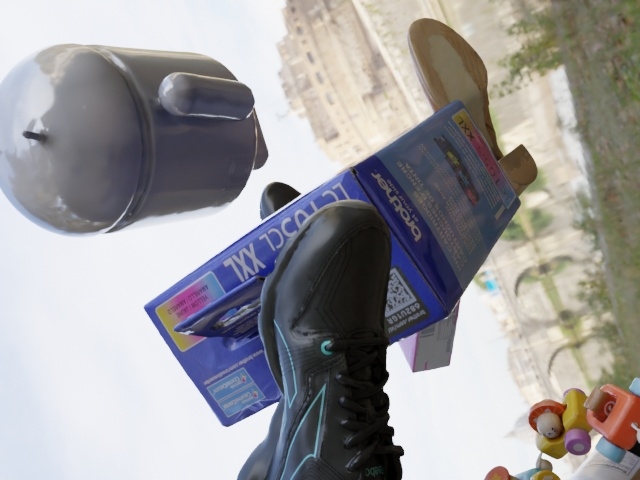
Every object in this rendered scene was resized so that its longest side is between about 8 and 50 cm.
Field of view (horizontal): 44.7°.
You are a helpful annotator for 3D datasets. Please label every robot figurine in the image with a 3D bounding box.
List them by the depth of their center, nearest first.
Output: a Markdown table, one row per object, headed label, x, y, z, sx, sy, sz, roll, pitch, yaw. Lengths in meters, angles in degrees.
| label | x | y | z | sx | sy | sz | roll | pitch | yaw |
| --- | --- | --- | --- | --- | --- | --- | --- | --- | --- |
| robot figurine | -0.211 | -0.113 | 0.865 | 0.353 | 0.300 | 0.200 | -14 | -98 | -53 |

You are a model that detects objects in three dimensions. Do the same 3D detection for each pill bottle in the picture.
| label | x | y | z | sx | sy | sz | roll | pitch | yaw |
| --- | --- | --- | --- | --- | --- | --- | --- | --- | --- |
| pill bottle | 0.405 | 0.368 | 1.077 | 0.229 | 0.131 | 0.131 | -21 | -92 | -47 |

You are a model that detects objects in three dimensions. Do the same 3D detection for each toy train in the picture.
| label | x | y | z | sx | sy | sz | roll | pitch | yaw |
| --- | --- | --- | --- | --- | --- | --- | --- | --- | --- |
| toy train | 0.168 | 0.158 | 0.557 | 0.046 | 0.166 | 0.125 | 30 | -174 | -3 |

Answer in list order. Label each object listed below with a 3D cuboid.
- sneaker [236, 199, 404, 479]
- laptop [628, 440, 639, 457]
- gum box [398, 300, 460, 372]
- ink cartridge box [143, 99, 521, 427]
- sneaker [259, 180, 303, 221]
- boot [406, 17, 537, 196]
| label | x | y | z | sx | sy | sz | roll | pitch | yaw |
| --- | --- | --- | --- | --- | --- | --- | --- | --- | --- |
| sneaker | 0.017 | 0.109 | 0.506 | 0.101 | 0.106 | 0.267 | -1 | -75 | -40 |
| laptop | 0.567 | 0.214 | 1.060 | 0.234 | 0.137 | 0.264 | 28 | -144 | 9 |
| gum box | 0.151 | 0.087 | 1.131 | 0.107 | 0.062 | 0.188 | -113 | 19 | -49 |
| ink cartridge box | 0.019 | 0.020 | 0.765 | 0.151 | 0.270 | 0.395 | 56 | -150 | -4 |
| sneaker | 0.000 | 0.000 | 1.311 | 0.286 | 0.109 | 0.130 | 51 | 153 | 17 |
| boot | 0.186 | -0.158 | 1.154 | 0.295 | 0.104 | 0.211 | 59 | 159 | 6 |
